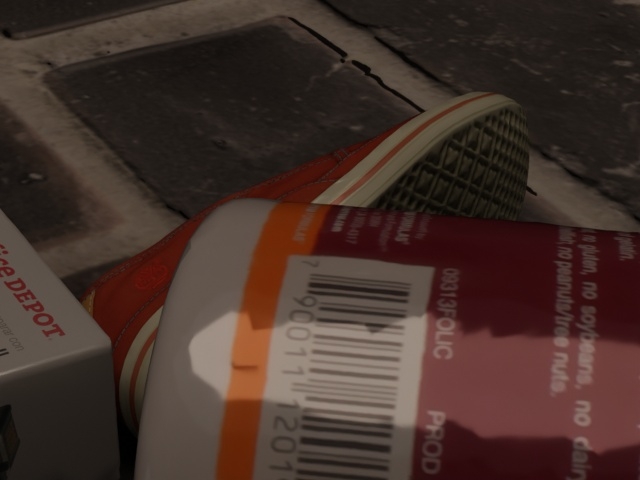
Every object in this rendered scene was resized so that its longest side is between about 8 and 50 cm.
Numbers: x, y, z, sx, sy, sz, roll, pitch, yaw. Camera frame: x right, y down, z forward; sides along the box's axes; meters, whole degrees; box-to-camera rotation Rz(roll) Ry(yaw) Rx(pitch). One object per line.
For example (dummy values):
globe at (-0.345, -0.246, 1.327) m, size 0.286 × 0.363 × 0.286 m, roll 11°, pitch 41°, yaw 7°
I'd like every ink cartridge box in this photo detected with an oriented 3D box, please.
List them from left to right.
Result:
ink cartridge box at (-0.222, 0.076, 0.824) m, size 0.212 × 0.093 × 0.154 m, roll -14°, pitch 35°, yaw -26°

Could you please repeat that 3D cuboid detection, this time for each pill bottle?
pill bottle at (0.139, 0.108, 0.664) m, size 0.392 × 0.224 × 0.224 m, roll 6°, pitch 33°, yaw 7°

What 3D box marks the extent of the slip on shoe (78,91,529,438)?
slip on shoe at (0.000, 0.000, 0.937) m, size 0.101 × 0.123 × 0.331 m, roll 25°, pitch 44°, yaw 38°
